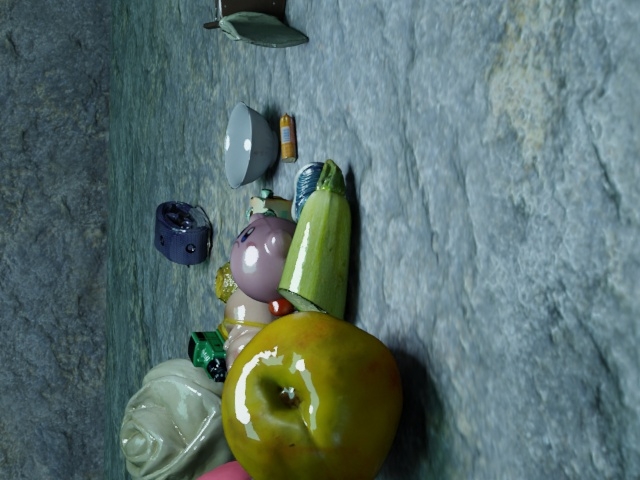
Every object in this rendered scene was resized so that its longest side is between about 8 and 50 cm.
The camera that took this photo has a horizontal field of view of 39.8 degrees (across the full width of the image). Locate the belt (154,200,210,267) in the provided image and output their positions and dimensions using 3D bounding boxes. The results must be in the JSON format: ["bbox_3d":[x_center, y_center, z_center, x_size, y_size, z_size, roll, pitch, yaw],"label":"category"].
[{"bbox_3d":[-0.373,-0.013,2.376,0.230,0.139,0.126,-135,46,-57],"label":"belt"}]

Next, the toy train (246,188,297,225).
[{"bbox_3d":[-0.100,-0.009,1.790,0.072,0.099,0.188,23,108,62],"label":"toy train"}]

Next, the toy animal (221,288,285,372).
[{"bbox_3d":[-0.132,0.190,1.794,0.165,0.149,0.248,103,152,-64],"label":"toy animal"}]

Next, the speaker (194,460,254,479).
[{"bbox_3d":[-0.134,0.535,1.588,0.294,0.294,0.294,-178,90,-66],"label":"speaker"}]

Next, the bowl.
[{"bbox_3d":[-0.144,-0.202,1.922,0.189,0.086,0.189,-176,90,-67],"label":"bowl"}]

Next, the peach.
[{"bbox_3d":[-0.012,0.257,1.374,0.308,0.288,0.289,49,-148,-66],"label":"peach"}]

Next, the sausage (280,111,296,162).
[{"bbox_3d":[-0.067,-0.214,1.816,0.031,0.031,0.107,146,124,-61],"label":"sausage"}]

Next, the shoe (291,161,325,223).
[{"bbox_3d":[-0.015,-0.080,1.647,0.071,0.063,0.143,-119,36,-51],"label":"shoe"}]

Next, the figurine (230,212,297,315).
[{"bbox_3d":[-0.089,0.038,1.668,0.173,0.173,0.173,-178,90,-66],"label":"figurine"}]

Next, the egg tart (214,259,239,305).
[{"bbox_3d":[-0.219,0.102,2.108,0.130,0.052,0.130,-175,90,-65],"label":"egg tart"}]

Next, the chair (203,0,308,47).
[{"bbox_3d":[-0.143,-0.507,1.863,0.319,0.160,0.186,-145,59,-65],"label":"chair"}]

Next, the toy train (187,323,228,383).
[{"bbox_3d":[-0.221,0.265,1.994,0.228,0.136,0.091,-133,49,-61],"label":"toy train"}]

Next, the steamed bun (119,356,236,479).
[{"bbox_3d":[-0.351,0.463,2.129,0.342,0.255,0.368,1,90,64],"label":"steamed bun"}]

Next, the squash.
[{"bbox_3d":[-0.002,0.003,1.539,0.137,0.137,0.288,-155,72,-64],"label":"squash"}]
